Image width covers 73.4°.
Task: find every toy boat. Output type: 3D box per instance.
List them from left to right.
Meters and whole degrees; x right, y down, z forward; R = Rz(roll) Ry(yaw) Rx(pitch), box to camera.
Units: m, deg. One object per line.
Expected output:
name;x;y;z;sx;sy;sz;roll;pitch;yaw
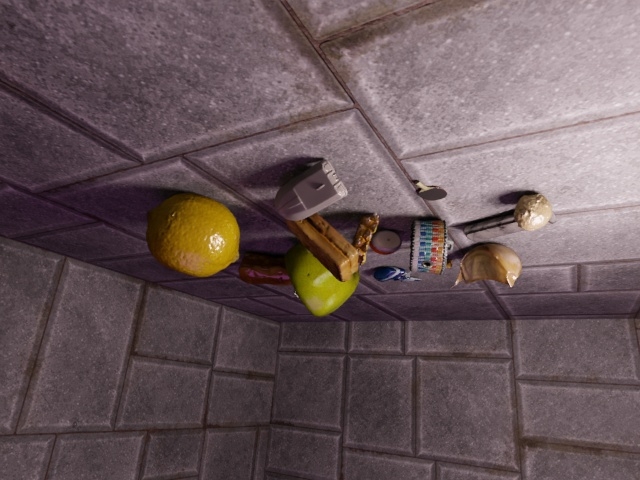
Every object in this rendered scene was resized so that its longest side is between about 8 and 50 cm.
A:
toy boat;-0.035;-0.157;1.379;0.141;0.140;0.269;18;156;-32
toy boat;0.432;0.189;2.326;0.292;0.070;0.210;5;165;-11

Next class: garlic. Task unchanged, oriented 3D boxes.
garlic;0.699;0.108;1.858;0.151;0.196;0.338;31;159;-25

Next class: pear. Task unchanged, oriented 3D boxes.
pear;0.029;0.126;1.914;0.318;0.342;0.238;-27;157;8

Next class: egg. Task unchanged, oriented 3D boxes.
egg;0.683;-0.093;1.389;0.140;0.116;0.118;-33;176;-41

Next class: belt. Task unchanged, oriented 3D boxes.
belt;0.430;0.032;1.666;0.161;0.206;0.295;2;162;14

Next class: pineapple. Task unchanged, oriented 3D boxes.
pineapple;0.163;-0.008;1.637;0.076;0.224;0.225;21;161;6

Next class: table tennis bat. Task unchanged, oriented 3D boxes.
table tennis bat;0.358;-0.164;1.421;0.087;0.013;0.156;-12;155;40

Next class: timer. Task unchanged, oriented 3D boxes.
timer;0.270;0.011;1.816;0.136;0.099;0.136;15;169;3

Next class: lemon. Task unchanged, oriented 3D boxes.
lemon;-0.471;-0.020;1.598;0.336;0.336;0.336;4;160;1

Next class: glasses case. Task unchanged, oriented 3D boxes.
glasses case;0.686;-0.057;1.574;0.114;0.060;0.299;16;158;-35

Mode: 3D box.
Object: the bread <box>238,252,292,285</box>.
bread;-0.251;0.159;2.260;0.344;0.148;0.195;5;161;-1

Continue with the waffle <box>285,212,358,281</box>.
waffle;0.000;0.000;1.599;0.327;0.098;0.224;45;167;20

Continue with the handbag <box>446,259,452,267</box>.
handbag;0.606;0.113;2.118;0.083;0.027;0.061;3;162;8
